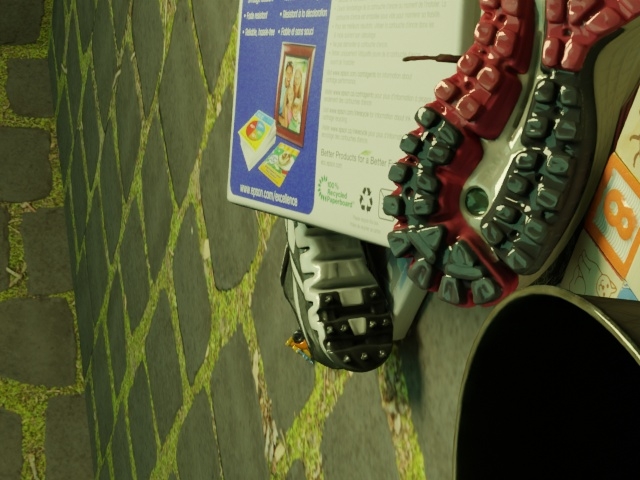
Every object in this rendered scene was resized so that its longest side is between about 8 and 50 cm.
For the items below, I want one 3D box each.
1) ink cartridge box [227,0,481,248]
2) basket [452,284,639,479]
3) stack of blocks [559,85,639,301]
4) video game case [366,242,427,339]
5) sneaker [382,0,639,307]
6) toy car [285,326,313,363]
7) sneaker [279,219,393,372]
[{"bbox_3d":[0.031,-0.157,0.806,0.303,0.072,0.307,18,105,61],"label":"ink cartridge box"},{"bbox_3d":[0.177,0.106,0.355,0.154,0.226,0.204,117,147,-55],"label":"basket"},{"bbox_3d":[0.177,0.093,0.567,0.171,0.087,0.297,-114,29,-47],"label":"stack of blocks"},{"bbox_3d":[0.062,-0.050,0.989,0.201,0.023,0.183,110,151,-48],"label":"video game case"},{"bbox_3d":[0.130,-0.109,0.610,0.121,0.112,0.299,34,107,30],"label":"sneaker"},{"bbox_3d":[0.000,0.090,1.194,0.040,0.060,0.122,41,173,3],"label":"toy car"},{"bbox_3d":[0.000,0.000,1.022,0.106,0.078,0.234,144,120,-66],"label":"sneaker"}]
